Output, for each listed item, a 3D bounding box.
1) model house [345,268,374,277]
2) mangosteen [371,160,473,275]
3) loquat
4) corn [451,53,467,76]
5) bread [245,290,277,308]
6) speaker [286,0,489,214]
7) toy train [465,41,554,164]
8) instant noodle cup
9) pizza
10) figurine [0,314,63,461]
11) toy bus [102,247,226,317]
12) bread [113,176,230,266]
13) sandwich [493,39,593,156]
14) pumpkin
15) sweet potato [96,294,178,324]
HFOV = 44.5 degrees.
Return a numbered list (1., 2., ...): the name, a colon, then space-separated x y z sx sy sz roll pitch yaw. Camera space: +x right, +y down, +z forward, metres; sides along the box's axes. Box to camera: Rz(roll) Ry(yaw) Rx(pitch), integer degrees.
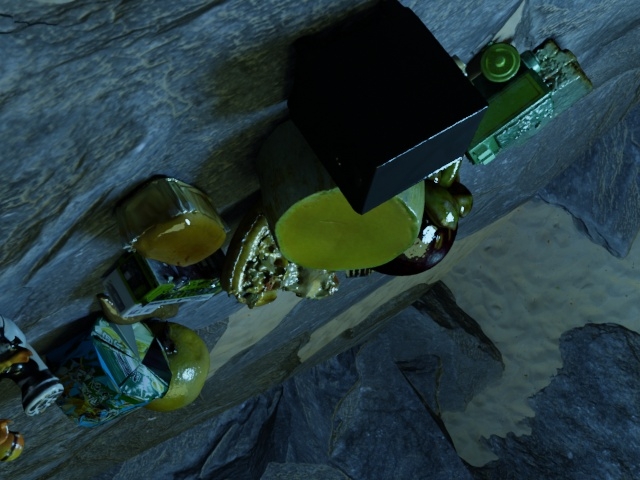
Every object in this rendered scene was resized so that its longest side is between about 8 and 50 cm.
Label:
1. model house: 0.140 0.046 2.499 0.152 0.106 0.166 -14 121 -25
2. mangosteen: 0.198 -0.083 1.780 0.346 0.307 0.306 -31 169 33
3. loquat: -0.387 0.307 1.927 0.243 0.244 0.244 -32 164 -10
4. corn: 0.142 -0.246 1.538 0.347 0.130 0.130 -37 165 27
5. bread: -0.169 0.164 2.259 0.072 0.053 0.106 -37 170 22
6. speaker: 0.094 -0.218 1.278 0.232 0.254 0.184 -30 163 -18
7. toy train: 0.385 -0.305 1.742 0.271 0.188 0.159 -36 163 11
8. instant noodle cup: -0.471 0.292 1.719 0.178 0.240 0.240 -34 166 18
9. pizza: -0.092 0.055 1.660 0.251 0.288 0.074 -39 -160 -19
10. figurine: -0.641 0.270 1.334 0.323 0.196 0.320 -38 123 -17
11. toy bus: -0.302 0.076 1.625 0.139 0.113 0.301 -36 166 21
12. bread: -0.260 -0.025 1.407 0.136 0.107 0.241 -33 164 6
13. sandwich: 0.534 -0.351 2.024 0.325 0.131 0.262 -39 165 20
14. pumpkin: 0.052 -0.080 1.478 0.332 0.199 0.332 -8 148 -5
15. sweet potato: -0.403 0.153 1.726 0.067 0.059 0.281 -49 162 15
